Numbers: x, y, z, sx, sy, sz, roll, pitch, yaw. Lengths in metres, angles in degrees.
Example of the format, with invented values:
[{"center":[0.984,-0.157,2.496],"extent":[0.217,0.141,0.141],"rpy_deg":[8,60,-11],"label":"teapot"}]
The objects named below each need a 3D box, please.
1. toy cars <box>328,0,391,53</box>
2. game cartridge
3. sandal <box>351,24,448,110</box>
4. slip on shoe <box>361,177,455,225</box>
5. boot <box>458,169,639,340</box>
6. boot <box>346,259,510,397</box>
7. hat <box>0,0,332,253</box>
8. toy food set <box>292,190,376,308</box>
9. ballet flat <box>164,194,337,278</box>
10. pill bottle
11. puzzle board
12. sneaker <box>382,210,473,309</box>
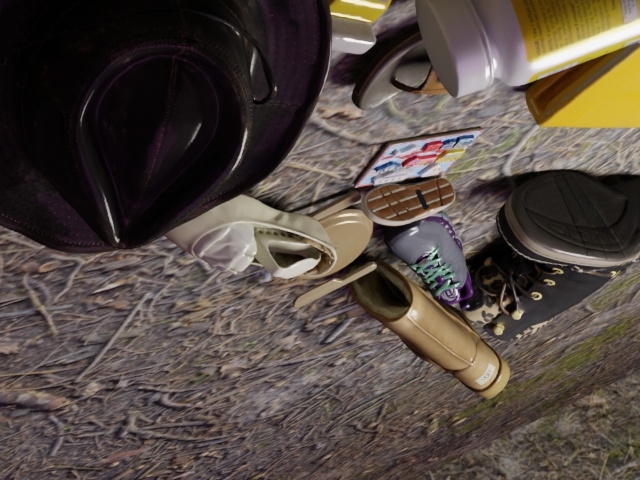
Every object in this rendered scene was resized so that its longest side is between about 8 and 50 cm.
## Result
[{"center":[-0.090,-0.155,1.188],"extent":[0.393,0.087,0.176],"rpy_deg":[-21,160,-5],"label":"toy cars"},{"center":[0.423,-0.218,1.650],"extent":[0.323,0.053,0.285],"rpy_deg":[-5,154,-45],"label":"game cartridge"},{"center":[0.132,-0.174,1.419],"extent":[0.219,0.060,0.090],"rpy_deg":[-23,160,2],"label":"sandal"},{"center":[0.097,-0.044,1.748],"extent":[0.135,0.051,0.041],"rpy_deg":[-17,172,-39],"label":"slip on shoe"},{"center":[0.299,0.028,2.034],"extent":[0.377,0.138,0.284],"rpy_deg":[-7,156,-49],"label":"boot"},{"center":[0.122,0.094,2.030],"extent":[0.269,0.236,0.089],"rpy_deg":[37,86,-44],"label":"boot"},{"center":[-0.127,-0.086,1.084],"extent":[0.331,0.134,0.331],"rpy_deg":[-11,134,-12],"label":"hat"},{"center":[0.000,0.000,1.782],"extent":[0.132,0.038,0.192],"rpy_deg":[-25,150,-7],"label":"toy food set"},{"center":[-0.074,0.000,1.594],"extent":[0.086,0.086,0.248],"rpy_deg":[-36,152,33],"label":"ballet flat"},{"center":[0.198,-0.207,1.319],"extent":[0.208,0.119,0.119],"rpy_deg":[-21,160,-5],"label":"pill bottle"},{"center":[0.111,-0.091,1.688],"extent":[0.128,0.011,0.096],"rpy_deg":[-10,157,-29],"label":"puzzle board"},{"center":[0.151,0.027,1.911],"extent":[0.083,0.098,0.223],"rpy_deg":[-28,160,15],"label":"sneaker"}]
